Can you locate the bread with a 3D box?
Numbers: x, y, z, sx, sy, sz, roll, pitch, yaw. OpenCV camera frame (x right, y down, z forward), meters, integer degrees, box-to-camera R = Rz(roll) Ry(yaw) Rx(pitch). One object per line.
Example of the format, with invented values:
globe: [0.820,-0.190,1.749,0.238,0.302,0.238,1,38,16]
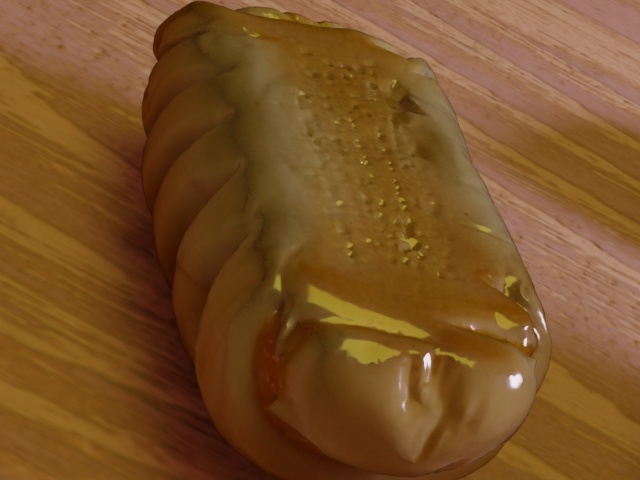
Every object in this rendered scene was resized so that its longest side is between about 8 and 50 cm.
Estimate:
bread: [0.000,0.000,0.715,0.173,0.121,0.311,12,35,-20]
